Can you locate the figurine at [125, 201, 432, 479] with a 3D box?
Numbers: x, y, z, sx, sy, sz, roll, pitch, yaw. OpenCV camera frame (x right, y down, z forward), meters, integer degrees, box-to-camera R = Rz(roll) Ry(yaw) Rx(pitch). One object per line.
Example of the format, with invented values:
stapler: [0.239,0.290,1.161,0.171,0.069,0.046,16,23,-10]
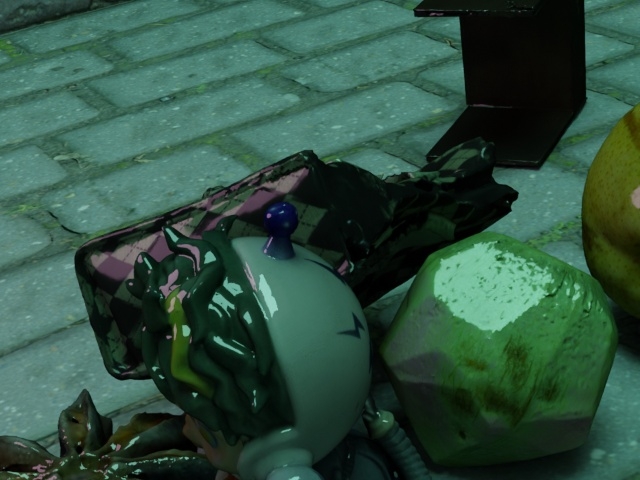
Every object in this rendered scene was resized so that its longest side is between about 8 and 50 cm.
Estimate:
figurine: [-0.032,0.150,1.044,0.186,0.382,0.261,-32,34,-19]

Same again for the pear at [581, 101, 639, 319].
pear: [0.433,-0.035,1.413,0.314,0.314,0.314,-6,26,3]

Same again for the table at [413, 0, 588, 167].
table: [0.276,-0.280,1.976,0.196,0.250,0.282,7,30,24]

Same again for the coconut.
coconut: [0.166,0.114,1.267,0.236,0.236,0.204,-13,10,-12]

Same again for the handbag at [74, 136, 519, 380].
handbag: [0.000,0.000,1.330,0.317,0.180,0.416,-26,-9,28]

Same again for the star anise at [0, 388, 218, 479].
star anise: [-0.208,0.250,1.191,0.332,0.117,0.331,0,32,0]
